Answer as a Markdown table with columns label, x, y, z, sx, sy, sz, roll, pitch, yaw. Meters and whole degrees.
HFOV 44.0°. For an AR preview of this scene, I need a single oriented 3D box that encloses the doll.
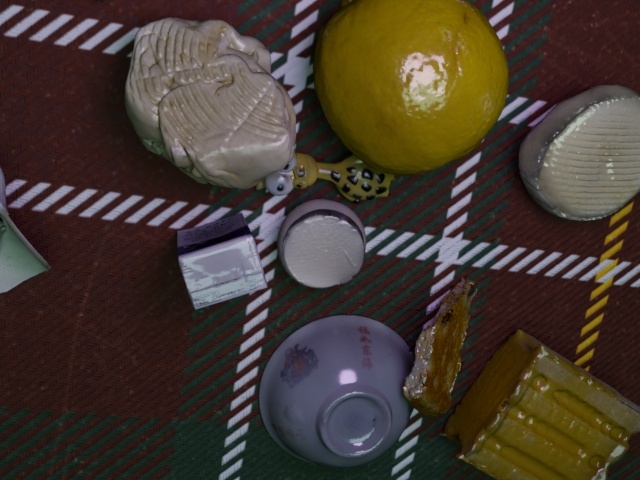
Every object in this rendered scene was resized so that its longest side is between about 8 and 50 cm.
| label | x | y | z | sx | sy | sz | roll | pitch | yaw |
| --- | --- | --- | --- | --- | --- | --- | --- | --- | --- |
| doll | 0.002 | -0.129 | 1.494 | 0.290 | 0.086 | 0.117 | 7 | 120 | -13 |

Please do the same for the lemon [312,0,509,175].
| label | x | y | z | sx | sy | sz | roll | pitch | yaw |
| --- | --- | --- | --- | --- | --- | --- | --- | --- | --- |
| lemon | 0.151 | -0.279 | 1.361 | 0.347 | 0.348 | 0.348 | -3 | 105 | -10 |

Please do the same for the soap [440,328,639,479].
| label | x | y | z | sx | sy | sz | roll | pitch | yaw |
| --- | --- | --- | --- | --- | --- | --- | --- | --- | --- |
| soap | 0.476 | 0.391 | 1.688 | 0.335 | 0.156 | 0.294 | 30 | 94 | -17 |

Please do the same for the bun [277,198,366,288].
| label | x | y | z | sx | sy | sz | roll | pitch | yaw |
| --- | --- | --- | --- | --- | --- | --- | --- | --- | --- |
| bun | 0.000 | 0.000 | 1.509 | 0.172 | 0.120 | 0.173 | -2 | 112 | -4 |

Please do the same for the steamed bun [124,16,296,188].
| label | x | y | z | sx | sy | sz | roll | pitch | yaw |
| --- | --- | --- | --- | --- | --- | --- | --- | --- | --- |
| steamed bun | -0.182 | -0.222 | 1.372 | 0.288 | 0.203 | 0.276 | 8 | 76 | -3 |

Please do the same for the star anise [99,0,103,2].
| label | x | y | z | sx | sy | sz | roll | pitch | yaw |
| --- | --- | --- | --- | --- | --- | --- | --- | --- | --- |
| star anise | -0.394 | -0.489 | 1.339 | 0.167 | 0.057 | 0.168 | -5 | 106 | -20 |

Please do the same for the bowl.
| label | x | y | z | sx | sy | sz | roll | pitch | yaw |
| --- | --- | --- | --- | --- | --- | --- | --- | --- | --- |
| bowl | 0.054 | 0.334 | 1.588 | 0.345 | 0.157 | 0.346 | -3 | 104 | -10 |

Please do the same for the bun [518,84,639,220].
| label | x | y | z | sx | sy | sz | roll | pitch | yaw |
| --- | --- | --- | --- | --- | --- | --- | --- | --- | --- |
| bun | 0.521 | -0.178 | 1.554 | 0.287 | 0.146 | 0.288 | -6 | 120 | -11 |

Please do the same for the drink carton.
| label | x | y | z | sx | sy | sz | roll | pitch | yaw |
| --- | --- | --- | --- | --- | --- | --- | --- | --- | --- |
| drink carton | -0.181 | 0.029 | 1.426 | 0.134 | 0.222 | 0.102 | -19 | 107 | -6 |

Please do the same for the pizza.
| label | x | y | z | sx | sy | sz | roll | pitch | yaw |
| --- | --- | --- | --- | --- | --- | --- | --- | --- | --- |
| pizza | 0.242 | 0.206 | 1.594 | 0.189 | 0.071 | 0.297 | 29 | 79 | -54 |

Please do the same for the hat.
| label | x | y | z | sx | sy | sz | roll | pitch | yaw |
| --- | --- | --- | --- | --- | --- | --- | --- | --- | --- |
| hat | -0.601 | -0.035 | 1.384 | 0.257 | 0.168 | 0.301 | -21 | 134 | 18 |
